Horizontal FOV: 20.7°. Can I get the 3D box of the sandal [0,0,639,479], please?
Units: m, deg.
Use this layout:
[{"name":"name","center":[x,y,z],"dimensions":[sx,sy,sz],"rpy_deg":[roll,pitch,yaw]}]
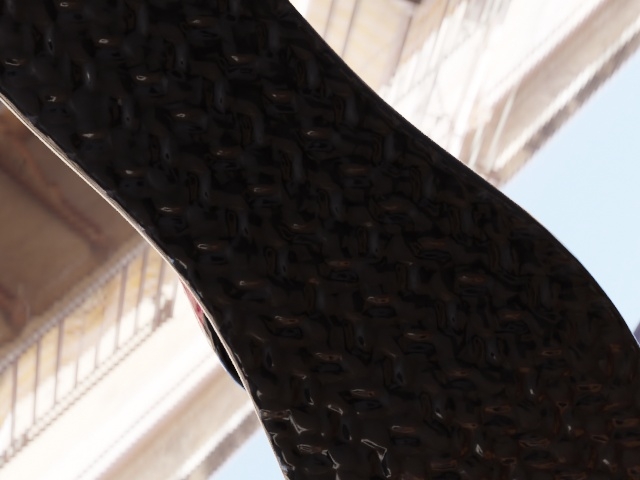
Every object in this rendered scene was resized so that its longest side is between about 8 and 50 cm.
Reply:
[{"name":"sandal","center":[0.000,0.000,0.322],"dimensions":[0.067,0.040,0.179],"rpy_deg":[-39,-89,0]}]
